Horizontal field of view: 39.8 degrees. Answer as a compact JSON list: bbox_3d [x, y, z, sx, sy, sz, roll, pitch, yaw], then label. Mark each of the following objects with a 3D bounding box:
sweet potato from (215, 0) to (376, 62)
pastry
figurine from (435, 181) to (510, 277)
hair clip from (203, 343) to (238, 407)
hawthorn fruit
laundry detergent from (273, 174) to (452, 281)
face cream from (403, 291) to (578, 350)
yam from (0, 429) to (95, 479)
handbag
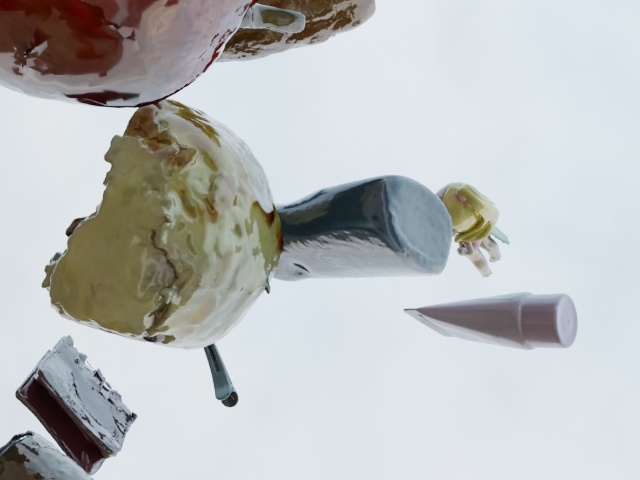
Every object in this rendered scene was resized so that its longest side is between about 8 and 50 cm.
[{"bbox_3d":[-0.067,-0.243,0.956,0.252,0.097,0.097,-13,-90,9],"label":"sweet potato"},{"bbox_3d":[-0.119,-0.001,0.862,0.170,0.256,0.237,21,-96,21],"label":"pastry"},{"bbox_3d":[0.200,-0.015,1.132,0.083,0.187,0.083,-16,-131,19],"label":"figurine"},{"bbox_3d":[-0.232,0.242,1.861,0.039,0.070,0.229,-27,-118,0],"label":"hair clip"},{"bbox_3d":[-0.125,-0.173,0.454,0.261,0.224,0.224,32,-60,-6],"label":"hawthorn fruit"},{"bbox_3d":[0.000,0.000,1.009,0.290,0.143,0.094,-10,-115,41],"label":"laundry detergent"},{"bbox_3d":[0.291,0.138,1.504,0.274,0.154,0.096,-6,-113,39],"label":"face cream"},{"bbox_3d":[-0.255,0.324,0.935,0.280,0.131,0.131,32,-65,25],"label":"yam"},{"bbox_3d":[-0.420,0.283,1.531,0.074,0.216,0.203,-36,-79,5],"label":"handbag"}]
